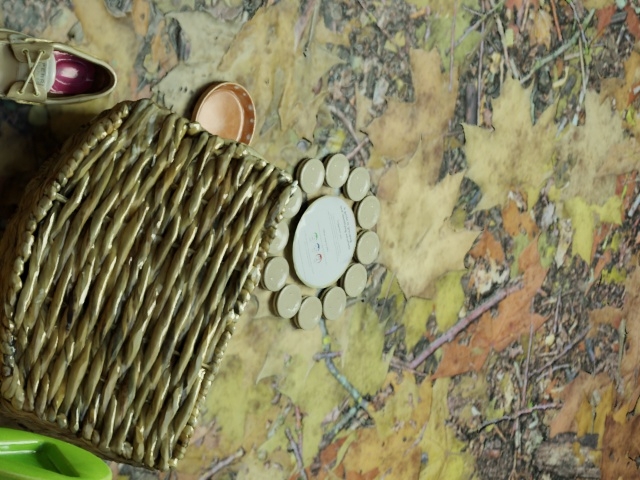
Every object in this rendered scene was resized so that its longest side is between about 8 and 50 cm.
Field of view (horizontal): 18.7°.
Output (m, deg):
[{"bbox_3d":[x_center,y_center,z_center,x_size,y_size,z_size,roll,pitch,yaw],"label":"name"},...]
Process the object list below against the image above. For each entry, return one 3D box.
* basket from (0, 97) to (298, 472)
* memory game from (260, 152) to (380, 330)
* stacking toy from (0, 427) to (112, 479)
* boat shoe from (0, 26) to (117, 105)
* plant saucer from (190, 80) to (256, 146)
[{"bbox_3d":[-0.191,0.036,1.731,0.213,0.223,0.299,25,80,-16],"label":"basket"},{"bbox_3d":[0.000,0.000,2.001,0.186,0.012,0.186,-16,113,-45],"label":"memory game"},{"bbox_3d":[-0.329,0.199,1.467,0.309,0.279,0.130,4,103,-56],"label":"stacking toy"},{"bbox_3d":[-0.243,-0.146,1.640,0.170,0.059,0.063,-4,104,-48],"label":"boat shoe"},{"bbox_3d":[-0.095,-0.111,1.857,0.083,0.013,0.084,-18,115,-44],"label":"plant saucer"}]
